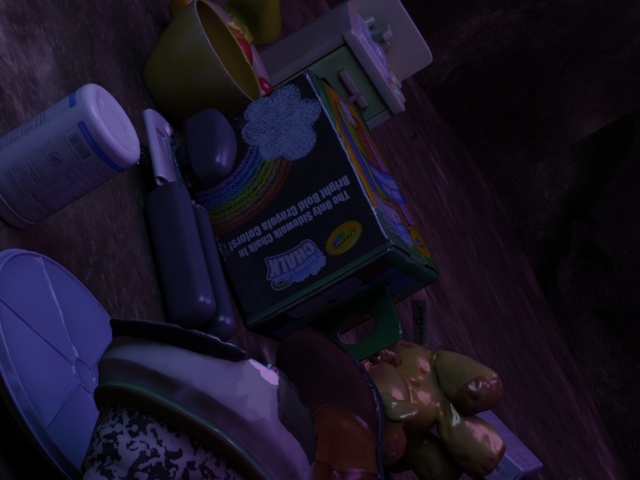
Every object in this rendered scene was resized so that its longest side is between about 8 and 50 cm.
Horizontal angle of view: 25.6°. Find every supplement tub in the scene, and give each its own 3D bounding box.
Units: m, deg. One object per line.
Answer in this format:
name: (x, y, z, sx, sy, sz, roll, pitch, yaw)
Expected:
supplement tub: (-0.195, -0.063, 1.051, 0.071, 0.107, 0.071, 55, 14, -22)

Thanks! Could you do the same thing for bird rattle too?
bird rattle: (-0.112, -0.210, 1.765, 0.207, 0.143, 0.253, 14, 59, -57)

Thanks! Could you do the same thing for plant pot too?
plant pot: (-0.140, -0.186, 1.556, 0.134, 0.095, 0.134, 56, 13, -20)

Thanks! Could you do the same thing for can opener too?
can opener: (-0.120, -0.027, 1.321, 0.074, 0.093, 0.280, 48, 22, -45)

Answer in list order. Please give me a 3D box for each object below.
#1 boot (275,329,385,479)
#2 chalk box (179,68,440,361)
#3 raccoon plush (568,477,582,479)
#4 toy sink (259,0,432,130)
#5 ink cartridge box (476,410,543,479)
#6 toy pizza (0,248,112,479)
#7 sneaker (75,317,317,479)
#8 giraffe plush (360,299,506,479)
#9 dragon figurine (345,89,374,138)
boot: (-0.048, 0.158, 1.260, 0.280, 0.096, 0.264, 33, 37, -49)
chalk box: (0.000, 0.000, 1.506, 0.288, 0.180, 0.179, 66, 14, 19)
raccoon plush: (0.375, 0.464, 1.688, 0.299, 0.216, 0.446, 54, -8, -7)
toy sink: (0.037, -0.242, 2.044, 0.152, 0.234, 0.131, 55, 13, -25)
ink cartridge box: (0.222, 0.273, 2.089, 0.232, 0.066, 0.189, 42, 8, 17)
toy pizza: (-0.173, 0.098, 0.958, 0.201, 0.032, 0.201, 57, 13, -21)
sneaker: (-0.075, 0.227, 0.907, 0.182, 0.158, 0.410, -56, 143, -28)
giraffe plush: (0.083, 0.179, 1.521, 0.170, 0.181, 0.210, -12, 83, -54)
dragon figurine: (0.031, -0.096, 1.885, 0.144, 0.085, 0.289, -81, 167, -55)
